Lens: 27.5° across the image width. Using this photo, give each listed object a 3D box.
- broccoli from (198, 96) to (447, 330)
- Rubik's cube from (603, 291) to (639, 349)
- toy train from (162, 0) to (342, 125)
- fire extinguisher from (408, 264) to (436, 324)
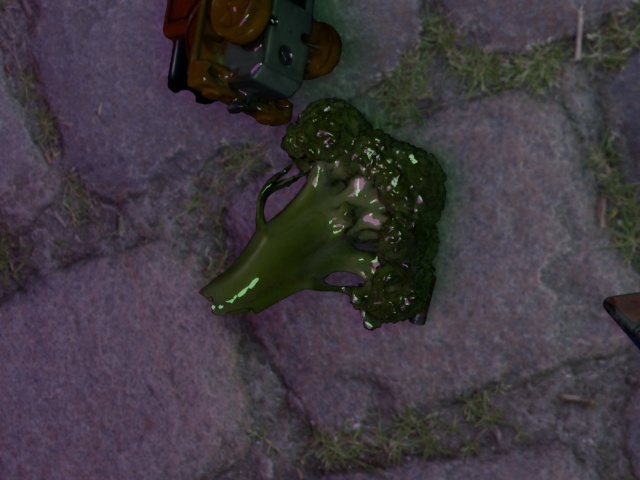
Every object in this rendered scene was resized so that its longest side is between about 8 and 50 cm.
[{"bbox_3d":[0.028,-0.004,1.623,0.254,0.186,0.302,28,91,-5],"label":"broccoli"},{"bbox_3d":[0.472,0.143,1.473,0.233,0.228,0.229,12,61,-13],"label":"Rubik's cube"},{"bbox_3d":[-0.094,-0.326,1.602,0.231,0.163,0.369,-3,73,41],"label":"toy train"},{"bbox_3d":[0.132,0.066,1.681,0.028,0.022,0.083,29,111,50],"label":"fire extinguisher"}]
